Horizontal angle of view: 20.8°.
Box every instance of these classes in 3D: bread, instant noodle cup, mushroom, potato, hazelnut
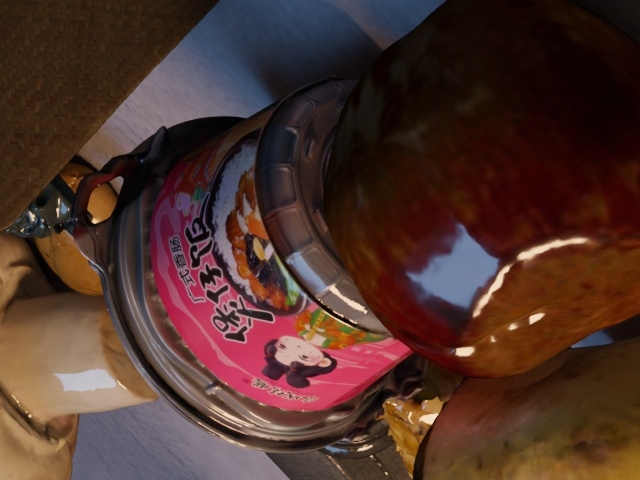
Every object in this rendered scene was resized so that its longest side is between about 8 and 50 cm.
[{"bbox_3d":[-0.234,-0.003,1.691,0.114,0.077,0.189,28,150,14],"label":"bread"},{"bbox_3d":[0.000,0.000,1.207,0.302,0.258,0.181,15,151,-29],"label":"instant noodle cup"},{"bbox_3d":[-0.365,0.133,1.824,0.325,0.353,0.353,32,159,-23],"label":"mushroom"},{"bbox_3d":[0.231,0.161,1.165,0.285,0.243,0.242,30,157,-11],"label":"potato"},{"bbox_3d":[0.113,-0.038,1.030,0.218,0.218,0.234,41,124,-4],"label":"hazelnut"}]

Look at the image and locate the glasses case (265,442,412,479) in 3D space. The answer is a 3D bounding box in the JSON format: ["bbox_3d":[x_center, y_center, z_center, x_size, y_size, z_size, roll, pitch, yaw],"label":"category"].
[{"bbox_3d":[-0.012,0.176,1.679,0.323,0.074,0.131,49,153,-20],"label":"glasses case"}]

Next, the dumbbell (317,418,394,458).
[{"bbox_3d":[0.015,0.090,1.451,0.110,0.110,0.254,26,153,27],"label":"dumbbell"}]

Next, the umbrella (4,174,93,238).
[{"bbox_3d":[-0.282,-0.144,1.485,0.143,0.094,0.349,22,142,33],"label":"umbrella"}]

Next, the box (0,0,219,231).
[{"bbox_3d":[-0.223,-0.151,1.189,0.184,0.273,0.143,49,154,-20],"label":"box"}]

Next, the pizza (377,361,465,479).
[{"bbox_3d":[0.196,0.226,1.418,0.406,0.130,0.440,50,164,-20],"label":"pizza"}]
